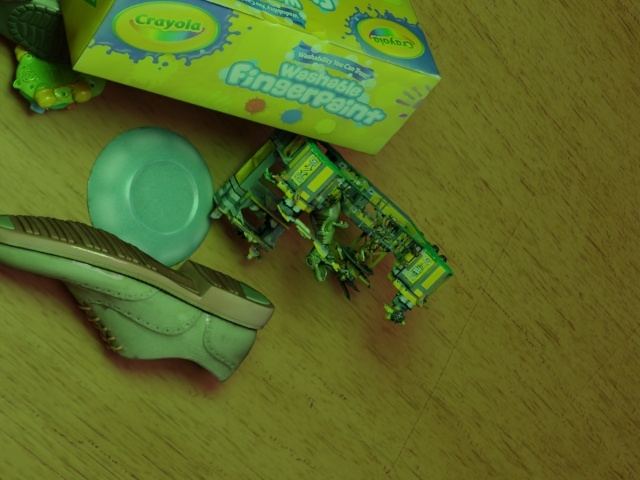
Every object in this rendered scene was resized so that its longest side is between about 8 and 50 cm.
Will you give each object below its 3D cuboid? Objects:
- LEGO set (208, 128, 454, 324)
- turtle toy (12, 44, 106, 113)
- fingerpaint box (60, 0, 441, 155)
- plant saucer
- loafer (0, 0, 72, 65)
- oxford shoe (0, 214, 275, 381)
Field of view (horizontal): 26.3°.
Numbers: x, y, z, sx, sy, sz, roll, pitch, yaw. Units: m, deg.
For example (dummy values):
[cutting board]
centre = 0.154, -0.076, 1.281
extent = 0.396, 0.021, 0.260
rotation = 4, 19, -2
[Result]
[LEGO set]
centre = 0.000, 0.000, 1.844
extent = 0.192, 0.255, 0.331
rotation = -46, 124, 8
[turtle toy]
centre = -0.331, -0.203, 1.743
extent = 0.130, 0.066, 0.095
rotation = -13, 66, -33
[fingerpaint box]
centre = -0.109, -0.333, 1.741
extent = 0.444, 0.163, 0.371
rotation = 13, 44, -34
[plant saucer]
centre = -0.217, -0.057, 1.840
extent = 0.195, 0.037, 0.195
rotation = 0, 89, -35
[loafer]
centre = -0.365, -0.299, 1.678
extent = 0.268, 0.102, 0.092
rotation = 20, 54, -17
[oxford shoe]
centre = -0.254, 0.080, 1.754
extent = 0.397, 0.140, 0.146
rotation = 22, 99, -22
